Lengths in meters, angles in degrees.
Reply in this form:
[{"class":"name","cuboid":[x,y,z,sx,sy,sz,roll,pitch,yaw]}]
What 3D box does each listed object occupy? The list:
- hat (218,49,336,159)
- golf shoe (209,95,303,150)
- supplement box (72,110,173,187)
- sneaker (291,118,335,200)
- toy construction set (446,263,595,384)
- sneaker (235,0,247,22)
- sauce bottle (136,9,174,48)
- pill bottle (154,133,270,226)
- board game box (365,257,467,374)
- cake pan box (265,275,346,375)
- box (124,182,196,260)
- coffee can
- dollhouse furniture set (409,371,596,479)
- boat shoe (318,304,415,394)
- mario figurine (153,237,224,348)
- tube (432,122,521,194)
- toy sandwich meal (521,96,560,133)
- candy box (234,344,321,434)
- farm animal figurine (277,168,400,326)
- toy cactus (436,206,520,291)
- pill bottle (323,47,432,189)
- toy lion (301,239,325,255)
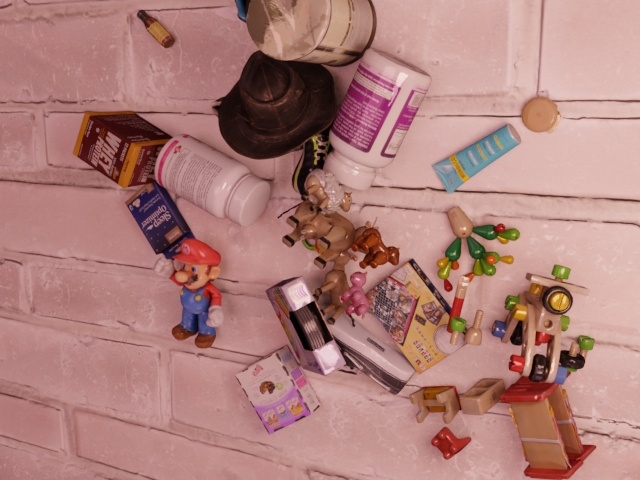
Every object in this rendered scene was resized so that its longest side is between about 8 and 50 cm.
[{"class":"hat","cuboid":[-0.122,-0.357,1.598,0.331,0.134,0.331,-9,56,14]},{"class":"golf shoe","cuboid":[-0.159,-0.295,1.740,0.273,0.120,0.105,23,108,19]},{"class":"supplement box","cuboid":[-0.538,-0.258,1.889,0.194,0.191,0.129,32,113,16]},{"class":"sneaker","cuboid":[-0.001,-0.200,1.687,0.097,0.084,0.234,55,136,49]},{"class":"toy construction set","cuboid":[0.437,0.143,1.472,0.309,0.257,0.237,17,106,26]},{"class":"sneaker","cuboid":[-0.168,-0.684,1.652,0.125,0.140,0.340,-12,94,29]},{"class":"sauce bottle","cuboid":[-0.456,-0.585,1.868,0.128,0.042,0.042,47,116,13]},{"class":"pill bottle","cuboid":[-0.285,-0.157,1.805,0.283,0.160,0.160,29,111,18]},{"class":"board game box","cuboid":[0.238,0.190,1.689,0.165,0.042,0.243,-40,82,27]},{"class":"cake pan box","cuboid":[-0.042,0.216,1.723,0.070,0.267,0.245,-28,92,-15]},{"class":"box","cuboid":[-0.468,-0.056,1.986,0.136,0.036,0.225,-35,86,27]},{"class":"coffee can","cuboid":[-0.014,-0.503,1.537,0.202,0.275,0.201,5,102,25]},{"class":"dollhouse furniture set","cuboid":[0.423,0.430,1.614,0.374,0.152,0.201,-13,95,45]},{"class":"boat shoe","cuboid":[0.095,0.285,1.749,0.301,0.108,0.102,34,112,9]},{"class":"mario figurine","cuboid":[-0.370,0.149,1.899,0.198,0.170,0.320,0,112,-9]},{"class":"tube","cuboid":[0.358,-0.191,1.554,0.207,0.052,0.080,-34,75,34]},{"class":"toy sandwich meal","cuboid":[0.484,-0.274,1.484,0.086,0.029,0.085,6,102,30]},{"class":"candy box","cuboid":[-0.119,0.416,1.893,0.165,0.070,0.196,-32,86,28]},{"class":"farm animal figurine","cuboid":[0.051,0.015,1.652,0.327,0.172,0.330,46,140,7]},{"class":"toy cactus","cuboid":[0.345,0.008,1.577,0.219,0.112,0.180,-37,73,36]},{"class":"pill bottle","cuboid":[0.121,-0.276,1.579,0.169,0.169,0.301,33,112,17]},{"class":"toy lion","cuboid":[0.000,0.000,1.774,0.100,0.034,0.096,-16,101,27]}]
